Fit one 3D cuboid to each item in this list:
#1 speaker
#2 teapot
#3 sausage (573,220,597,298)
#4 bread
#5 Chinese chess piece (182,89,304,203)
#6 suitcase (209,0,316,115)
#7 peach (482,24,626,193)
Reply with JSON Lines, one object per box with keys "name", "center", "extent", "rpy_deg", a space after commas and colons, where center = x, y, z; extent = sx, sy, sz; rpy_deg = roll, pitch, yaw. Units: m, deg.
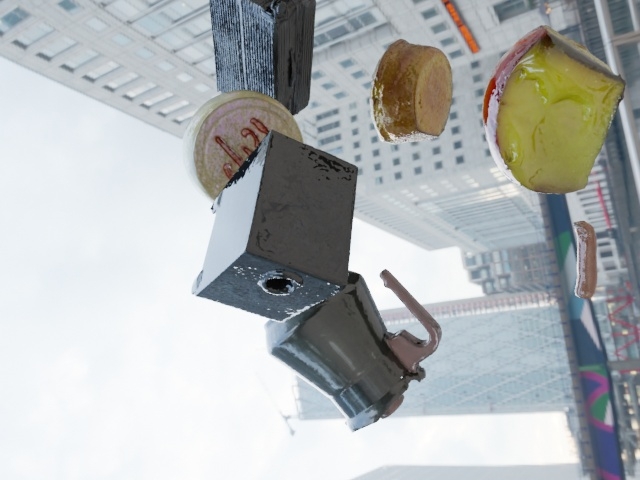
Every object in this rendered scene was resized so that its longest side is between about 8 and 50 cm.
{"name": "speaker", "center": [-0.076, -0.005, 0.928], "extent": [0.184, 0.254, 0.232], "rpy_deg": [21, -122, -23]}
{"name": "teapot", "center": [0.088, 0.250, 1.347], "extent": [0.361, 0.376, 0.305], "rpy_deg": [49, -158, 5]}
{"name": "sausage", "center": [0.508, 0.037, 1.053], "extent": [0.036, 0.042, 0.157], "rpy_deg": [-124, 24, -73]}
{"name": "bread", "center": [0.261, -0.418, 1.572], "extent": [0.312, 0.172, 0.312], "rpy_deg": [-25, -59, -53]}
{"name": "Chinese chess piece", "center": [-0.169, -0.195, 1.220], "extent": [0.270, 0.270, 0.112], "rpy_deg": [62, 170, -27]}
{"name": "suitcase", "center": [-0.132, -0.466, 1.299], "extent": [0.152, 0.230, 0.335], "rpy_deg": [-42, -24, -30]}
{"name": "peach", "center": [0.537, -0.326, 1.323], "extent": [0.242, 0.306, 0.380], "rpy_deg": [-90, 1, -54]}
